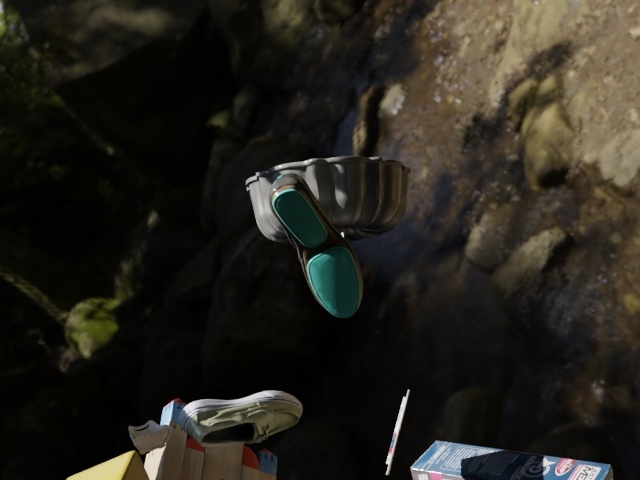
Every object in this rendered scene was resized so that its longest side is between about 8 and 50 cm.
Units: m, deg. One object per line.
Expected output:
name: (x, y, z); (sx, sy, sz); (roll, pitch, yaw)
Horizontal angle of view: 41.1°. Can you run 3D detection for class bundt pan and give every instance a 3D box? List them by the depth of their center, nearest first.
bundt pan: (0.020, -0.066, 1.685); (0.331, 0.331, 0.124); (-19, 75, 56)

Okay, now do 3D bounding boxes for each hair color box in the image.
hair color box: (0.344, 0.474, 1.514); (0.347, 0.105, 0.174); (-3, 108, 40)

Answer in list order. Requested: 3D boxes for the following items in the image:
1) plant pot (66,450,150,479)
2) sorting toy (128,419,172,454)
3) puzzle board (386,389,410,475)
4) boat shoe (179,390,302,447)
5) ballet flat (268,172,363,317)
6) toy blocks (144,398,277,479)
plant pot: (-0.213, 0.274, 0.853); (0.081, 0.081, 0.083); (-23, 7, 2)
sorting toy: (-0.361, 0.399, 1.766); (0.075, 0.083, 0.045); (36, 128, 50)
puzzle board: (0.131, 0.324, 1.452); (0.128, 0.011, 0.096); (-57, -21, -67)
boat shoe: (-0.157, 0.395, 1.827); (0.094, 0.302, 0.109); (48, 125, 42)
ballet flat: (0.000, 0.000, 1.450); (0.095, 0.280, 0.096); (-21, 27, 9)
toy blocks: (-0.244, 0.519, 1.920); (0.191, 0.381, 0.261); (-40, 35, 40)
